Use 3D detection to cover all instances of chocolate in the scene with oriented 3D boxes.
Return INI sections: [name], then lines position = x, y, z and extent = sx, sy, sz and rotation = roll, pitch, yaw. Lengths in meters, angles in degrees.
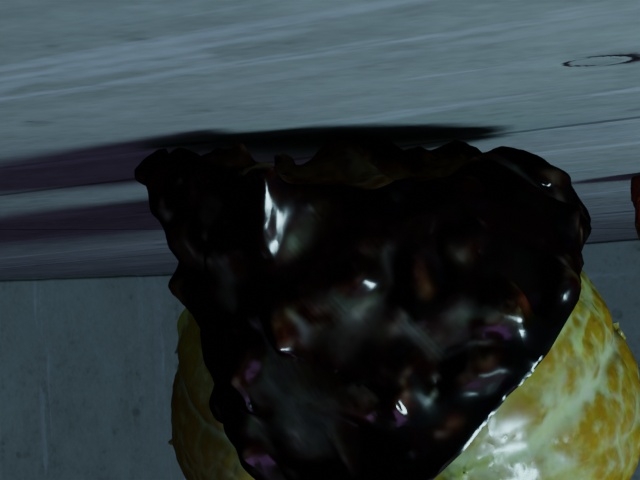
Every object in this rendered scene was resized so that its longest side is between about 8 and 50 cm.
[chocolate]
position = 0.000, 0.000, 0.883
extent = 0.177, 0.206, 0.224
rotation = 42, 150, -14

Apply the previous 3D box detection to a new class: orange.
[orange]
position = 0.053, 0.123, 1.262
extent = 0.329, 0.329, 0.249
rotation = -4, -166, 16

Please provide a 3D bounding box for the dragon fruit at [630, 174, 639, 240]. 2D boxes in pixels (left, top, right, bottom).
[dragon fruit]
position = 0.284, -0.036, 1.294
extent = 0.097, 0.063, 0.131
rotation = -40, -163, -29
